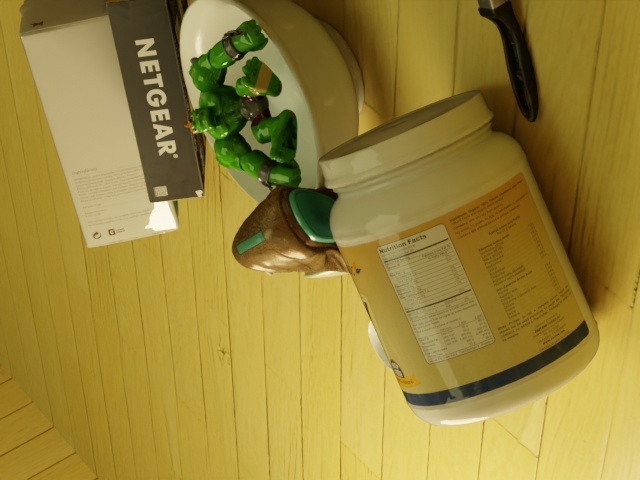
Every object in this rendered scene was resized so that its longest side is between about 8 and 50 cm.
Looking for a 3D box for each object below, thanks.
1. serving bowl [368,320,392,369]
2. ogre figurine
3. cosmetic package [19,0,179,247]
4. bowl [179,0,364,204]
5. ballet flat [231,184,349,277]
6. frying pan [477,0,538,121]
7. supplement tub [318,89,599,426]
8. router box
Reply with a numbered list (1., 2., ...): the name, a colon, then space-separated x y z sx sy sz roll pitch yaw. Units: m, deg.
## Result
1. serving bowl: 0.101 0.136 2.101 0.083 0.027 0.083 41 147 34
2. ogre figurine: -0.091 -0.150 1.809 0.118 0.097 0.197 -3 129 42
3. cosmetic package: -0.326 -0.198 2.314 0.197 0.155 0.365 -101 -1 -57
4. bowl: -0.040 -0.189 1.926 0.298 0.134 0.297 41 147 34
5. ballet flat: 0.000 0.000 1.824 0.124 0.342 0.116 -29 79 23
6. frying pan: 0.156 -0.290 1.588 0.197 0.053 0.326 41 144 37
7. supplement tub: 0.147 0.017 1.684 0.228 0.228 0.316 -9 107 62
8. router box: -0.218 -0.245 2.114 0.243 0.081 0.308 -94 -3 -56
